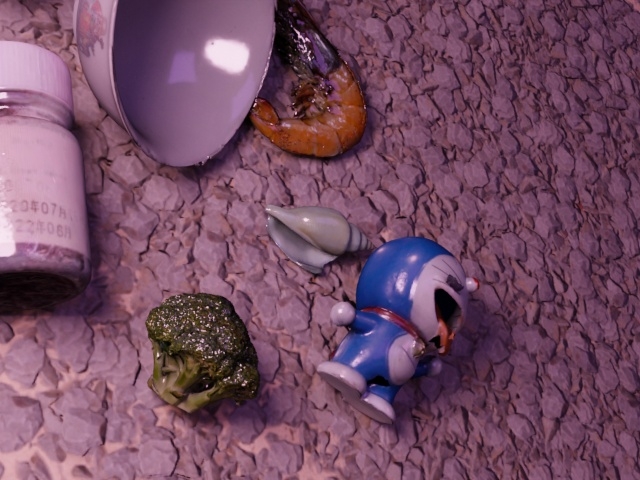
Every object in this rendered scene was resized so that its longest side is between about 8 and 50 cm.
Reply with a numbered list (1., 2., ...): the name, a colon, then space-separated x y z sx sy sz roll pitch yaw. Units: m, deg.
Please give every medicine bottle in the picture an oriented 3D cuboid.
1. medicine bottle: -0.348 -0.070 1.195 0.165 0.165 0.273 3 66 -33

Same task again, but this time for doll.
1. doll: 0.104 0.112 1.422 0.215 0.161 0.257 51 56 -40

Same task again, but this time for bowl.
1. bowl: -0.211 -0.276 1.357 0.157 0.345 0.345 16 46 26

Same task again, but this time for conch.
1. conch: -0.001 -0.004 1.475 0.180 0.088 0.065 15 17 -21

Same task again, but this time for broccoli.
1. broccoli: -0.139 0.133 1.265 0.162 0.146 0.138 30 93 -4

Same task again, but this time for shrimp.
1. shrimp: -0.050 -0.248 1.552 0.222 0.054 0.290 -27 89 -39
